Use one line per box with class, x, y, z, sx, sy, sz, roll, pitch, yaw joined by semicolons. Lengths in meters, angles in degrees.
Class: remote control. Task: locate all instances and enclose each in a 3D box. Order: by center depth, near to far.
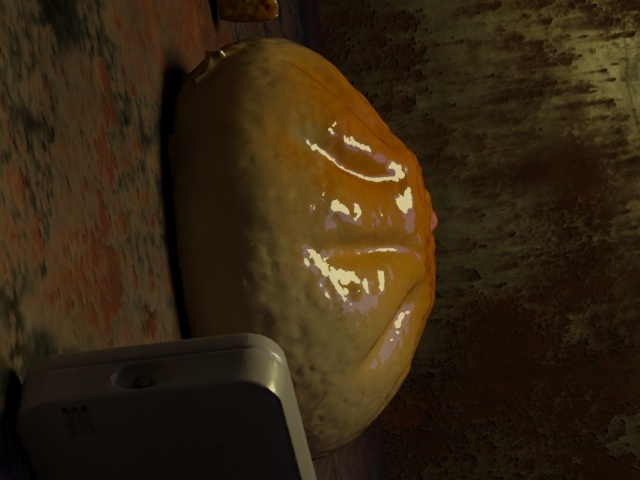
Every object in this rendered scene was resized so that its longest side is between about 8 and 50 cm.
remote control;-0.044;0.140;0.605;0.034;0.103;0.250;-89;169;-50

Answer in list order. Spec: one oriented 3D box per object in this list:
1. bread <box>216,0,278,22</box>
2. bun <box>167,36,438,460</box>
bread;-0.070;-0.272;1.280;0.103;0.065;0.187;73;11;-51
bun;0.000;0.000;1.019;0.299;0.164;0.299;-10;90;-86
